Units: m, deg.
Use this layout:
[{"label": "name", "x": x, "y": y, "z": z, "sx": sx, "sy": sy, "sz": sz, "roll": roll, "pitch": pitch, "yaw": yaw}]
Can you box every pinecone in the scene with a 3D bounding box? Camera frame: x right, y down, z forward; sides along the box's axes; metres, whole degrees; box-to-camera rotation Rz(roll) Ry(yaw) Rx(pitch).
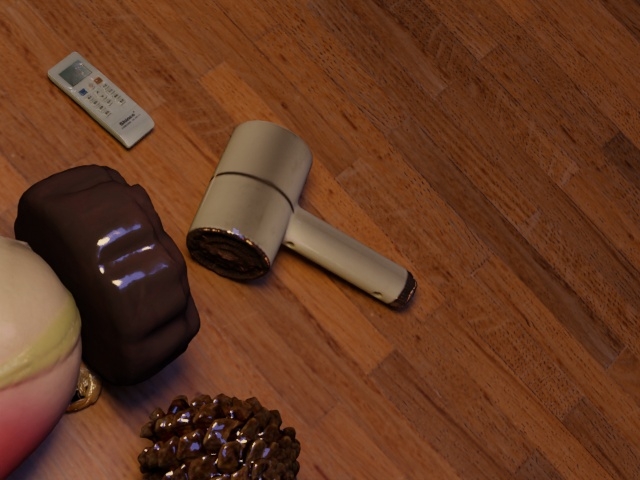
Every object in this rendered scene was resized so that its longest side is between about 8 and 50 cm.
[{"label": "pinecone", "x": -0.127, "y": 0.283, "z": 1.489, "sx": 0.205, "sy": 0.179, "sz": 0.184, "roll": 5, "pitch": 82, "yaw": 28}]

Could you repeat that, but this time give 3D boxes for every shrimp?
[{"label": "shrimp", "x": -0.319, "y": 0.200, "z": 1.538, "sx": 0.059, "sy": 0.023, "sz": 0.108, "roll": 35, "pitch": 59, "yaw": -13}]

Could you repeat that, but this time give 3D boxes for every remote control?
[{"label": "remote control", "x": -0.317, "y": -0.202, "z": 1.719, "sx": 0.162, "sy": 0.029, "sz": 0.061, "roll": 42, "pitch": 57, "yaw": 6}]

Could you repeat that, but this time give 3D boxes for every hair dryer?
[{"label": "hair dryer", "x": 0.000, "y": 0.000, "z": 1.710, "sx": 0.362, "sy": 0.128, "sz": 0.203, "roll": 30, "pitch": 58, "yaw": -15}]

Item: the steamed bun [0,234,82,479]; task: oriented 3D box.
[{"label": "steamed bun", "x": -0.414, "y": 0.161, "z": 1.359, "sx": 0.309, "sy": 0.309, "sz": 0.309, "roll": 8, "pitch": 64, "yaw": -18}]

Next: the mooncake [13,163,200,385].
[{"label": "mooncake", "x": -0.259, "y": 0.038, "z": 1.489, "sx": 0.141, "sy": 0.283, "sz": 0.283, "roll": -30, "pitch": 80, "yaw": -26}]
